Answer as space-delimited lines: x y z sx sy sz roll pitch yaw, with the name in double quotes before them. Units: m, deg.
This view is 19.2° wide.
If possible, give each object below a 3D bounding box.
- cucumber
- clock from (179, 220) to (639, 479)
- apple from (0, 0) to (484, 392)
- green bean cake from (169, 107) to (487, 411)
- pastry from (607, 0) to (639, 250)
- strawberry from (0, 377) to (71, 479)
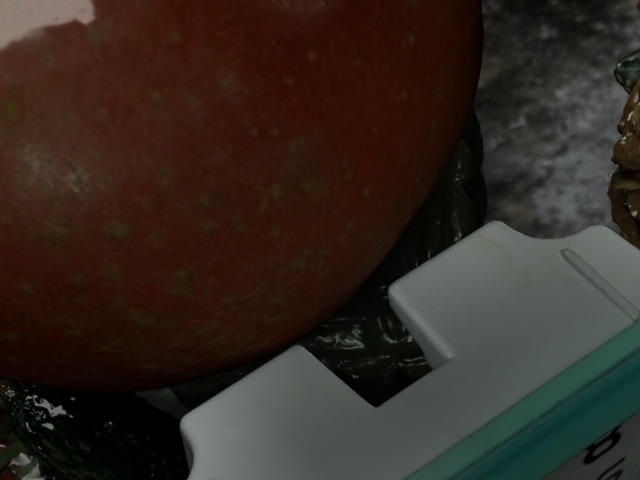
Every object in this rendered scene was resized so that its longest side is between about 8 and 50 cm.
"cucumber" -0.062 0.134 0.983 0.245 0.067 0.067 38 85 -13
"clock" 0.046 0.129 0.889 0.262 0.231 0.116 -31 58 -19
"apple" -0.095 -0.095 0.874 0.348 0.277 0.348 -25 37 21
"green bean cake" 0.000 0.000 1.041 0.183 0.094 0.185 -3 70 12
"pastry" 0.263 -0.035 0.909 0.193 0.275 0.275 8 76 40
"strawberry" -0.177 0.096 1.046 0.131 0.148 0.131 1 88 -29
